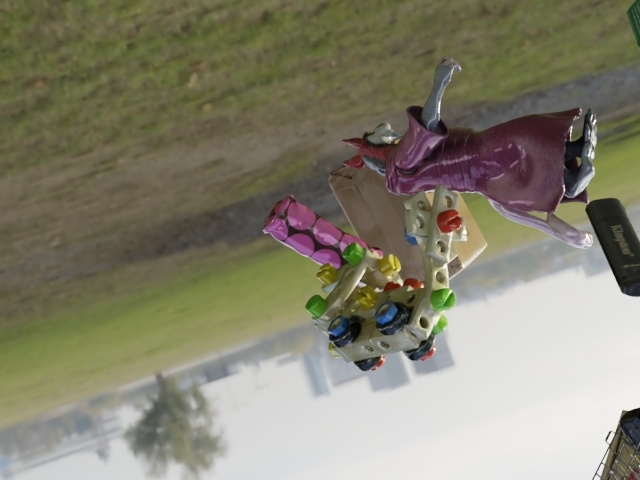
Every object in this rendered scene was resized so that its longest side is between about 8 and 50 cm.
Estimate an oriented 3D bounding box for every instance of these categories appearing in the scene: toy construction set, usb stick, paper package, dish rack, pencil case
[{"bbox_3d":[0.102,0.065,1.638,0.328,0.151,0.215,-41,-163,55],"label":"toy construction set"},{"bbox_3d":[0.562,0.009,2.195,0.077,0.045,0.278,-1,-144,-4],"label":"usb stick"},{"bbox_3d":[0.188,-0.053,2.447,0.168,0.309,0.325,-29,180,18],"label":"paper package"},{"bbox_3d":[0.479,0.333,1.697,0.208,0.074,0.271,-32,-165,52],"label":"dish rack"},{"bbox_3d":[0.000,0.000,2.027,0.095,0.209,0.098,-52,-164,15],"label":"pencil case"}]

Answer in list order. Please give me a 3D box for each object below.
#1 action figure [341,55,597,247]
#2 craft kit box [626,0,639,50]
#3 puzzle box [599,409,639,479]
[{"bbox_3d":[0.211,-0.107,1.706,0.370,0.275,0.248,-3,170,16],"label":"action figure"},{"bbox_3d":[0.543,-0.302,1.629,0.061,0.249,0.246,5,146,-24],"label":"craft kit box"},{"bbox_3d":[0.596,0.490,2.005,0.272,0.052,0.409,9,-129,25],"label":"puzzle box"}]
